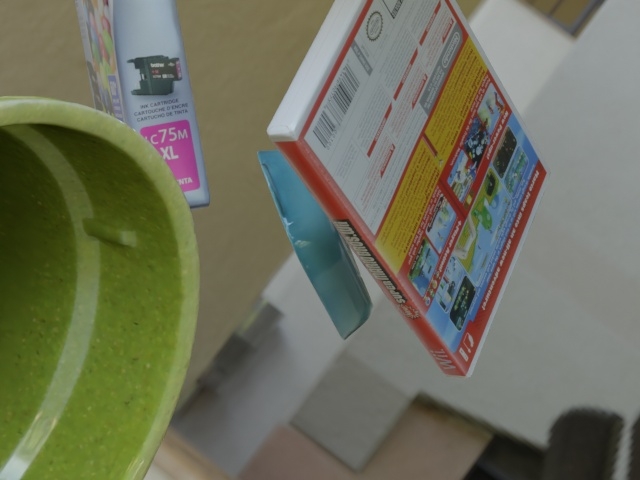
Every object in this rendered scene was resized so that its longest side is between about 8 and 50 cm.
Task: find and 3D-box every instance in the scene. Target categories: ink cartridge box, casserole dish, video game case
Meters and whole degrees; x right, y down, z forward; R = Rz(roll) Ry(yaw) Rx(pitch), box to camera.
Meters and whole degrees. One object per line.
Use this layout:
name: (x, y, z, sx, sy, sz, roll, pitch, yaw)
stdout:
ink cartridge box: (-0.157, -0.183, 1.169, 0.186, 0.065, 0.311, -157, -121, -72)
casserole dish: (0.000, 0.000, 1.131, 0.188, 0.037, 0.114, 62, 5, -55)
video game case: (0.076, -0.061, 1.050, 0.025, 0.204, 0.285, 2, -36, 37)

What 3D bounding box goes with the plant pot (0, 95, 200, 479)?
plant pot: (-0.240, 0.027, 0.651, 0.254, 0.276, 0.276, 25, -13, 30)
